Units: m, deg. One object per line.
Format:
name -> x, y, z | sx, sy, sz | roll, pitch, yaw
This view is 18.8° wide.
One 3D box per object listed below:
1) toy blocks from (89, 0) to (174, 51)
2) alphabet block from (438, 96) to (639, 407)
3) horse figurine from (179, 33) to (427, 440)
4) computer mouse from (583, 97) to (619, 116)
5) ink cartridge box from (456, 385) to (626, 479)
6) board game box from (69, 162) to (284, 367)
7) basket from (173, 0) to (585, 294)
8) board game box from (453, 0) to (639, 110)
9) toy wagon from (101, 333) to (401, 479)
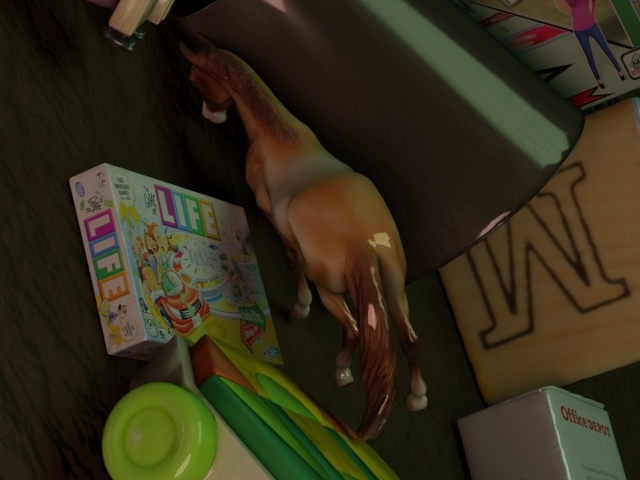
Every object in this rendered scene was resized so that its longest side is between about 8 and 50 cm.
toy blocks -> -0.127, -0.328, 1.136 | 0.260, 0.309, 0.288 | 30, 17, -4
alphabet block -> 0.218, 0.010, 1.551 | 0.192, 0.197, 0.193 | 0, 70, -66
horse figurine -> 0.000, 0.000, 1.159 | 0.263, 0.066, 0.174 | -123, -163, -50
computer mouse -> 0.247, -0.150, 1.973 | 0.242, 0.041, 0.071 | 32, 43, -44
ink cartridge box -> 0.183, 0.217, 1.438 | 0.139, 0.082, 0.191 | 24, 48, -59
board game box -> -0.080, 0.020, 1.105 | 0.154, 0.026, 0.103 | 17, 55, -61
basket -> 0.026, -0.106, 1.268 | 0.227, 0.204, 0.154 | 49, 22, -19
board game box -> 0.116, -0.178, 1.337 | 0.213, 0.317, 0.046 | 59, 25, -19
toy wagon -> 0.037, 0.187, 0.987 | 0.344, 0.068, 0.267 | 46, 6, 29
